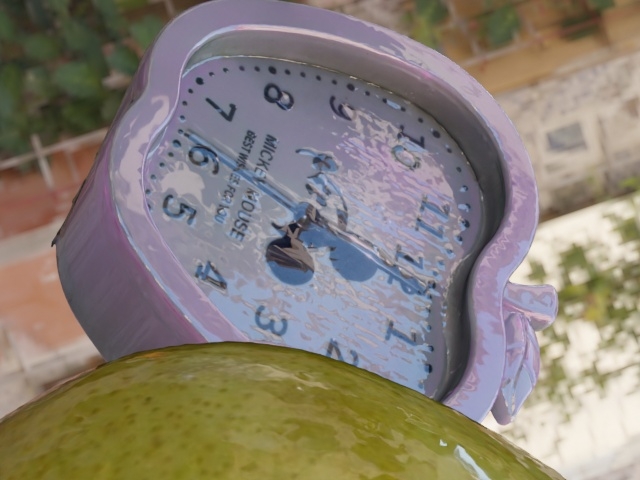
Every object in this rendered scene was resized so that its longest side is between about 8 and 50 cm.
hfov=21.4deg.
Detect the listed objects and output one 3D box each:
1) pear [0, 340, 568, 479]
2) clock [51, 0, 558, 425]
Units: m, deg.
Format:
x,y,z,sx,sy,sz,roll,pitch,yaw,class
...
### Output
x,y,z,sx,sy,sz,roll,pitch,yaw,class
-0.012,0.188,0.607,0.304,0.304,0.304,161,-90,-84,pear
0.000,0.000,1.119,0.102,0.338,0.338,-47,-123,49,clock
